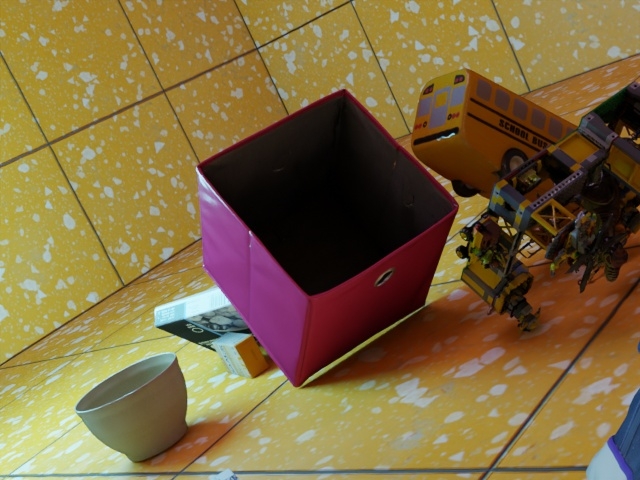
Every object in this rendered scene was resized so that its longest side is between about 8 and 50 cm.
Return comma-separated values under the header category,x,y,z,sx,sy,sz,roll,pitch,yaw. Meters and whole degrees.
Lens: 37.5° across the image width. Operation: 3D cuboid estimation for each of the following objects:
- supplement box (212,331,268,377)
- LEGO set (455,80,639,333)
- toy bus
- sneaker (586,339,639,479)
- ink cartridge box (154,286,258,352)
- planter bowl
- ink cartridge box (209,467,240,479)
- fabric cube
category,x,y,z,sx,sy,sz,roll,pitch,yaw
supplement box,-0.129,0.183,1.511,0.036,0.062,0.098,-33,12,-25
LEGO set,0.337,-0.011,1.097,0.331,0.192,0.255,-29,-31,-30
toy bus,0.284,-0.107,1.295,0.332,0.130,0.108,20,-17,-30
sneaker,0.280,0.112,0.535,0.236,0.130,0.323,-52,2,8
ink cartridge box,-0.134,0.137,1.581,0.206,0.045,0.208,-19,-31,35
planter bowl,-0.259,0.250,1.366,0.162,0.109,0.162,-24,11,5
ink cartridge box,-0.138,0.302,1.049,0.115,0.029,0.063,-29,11,-16
fabric cube,0.000,0.000,1.318,0.254,0.259,0.258,-30,-26,-23
